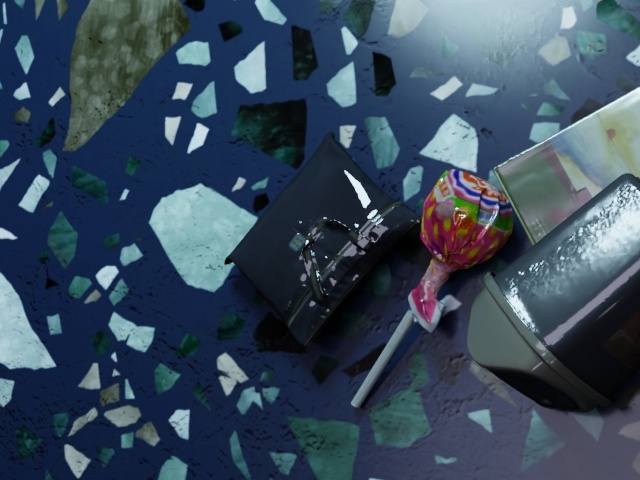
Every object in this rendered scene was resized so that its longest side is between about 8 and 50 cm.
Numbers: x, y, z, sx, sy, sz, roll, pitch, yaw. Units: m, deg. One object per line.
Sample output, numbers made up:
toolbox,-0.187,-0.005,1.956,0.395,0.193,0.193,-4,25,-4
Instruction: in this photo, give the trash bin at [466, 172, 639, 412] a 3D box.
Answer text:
trash bin,0.332,0.076,1.424,0.290,0.209,0.182,-43,46,12

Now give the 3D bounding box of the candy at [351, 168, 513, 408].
candy,0.136,0.077,1.594,0.124,0.124,0.365,37,103,26

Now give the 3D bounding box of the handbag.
handbag,0.000,0.000,1.667,0.254,0.088,0.211,-50,59,8

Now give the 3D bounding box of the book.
book,0.396,-0.081,1.543,0.289,0.026,0.201,-31,68,16
